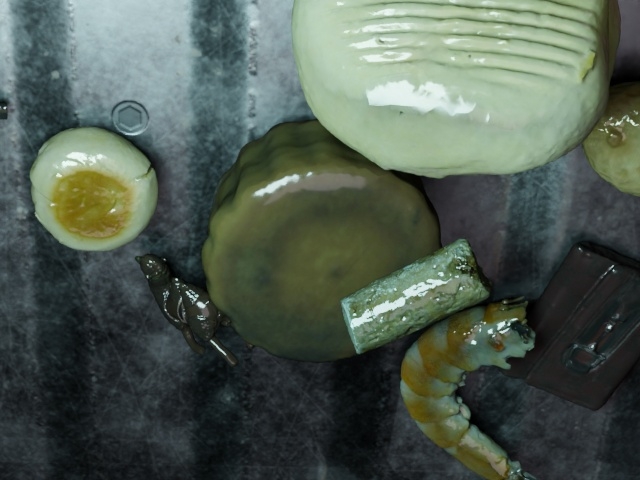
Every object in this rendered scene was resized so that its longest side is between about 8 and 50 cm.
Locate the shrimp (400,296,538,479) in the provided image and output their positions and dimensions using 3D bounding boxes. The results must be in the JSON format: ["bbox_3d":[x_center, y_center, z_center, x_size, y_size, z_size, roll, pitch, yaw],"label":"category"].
[{"bbox_3d":[0.197,0.207,1.656,0.185,0.068,0.287,4,114,20],"label":"shrimp"}]

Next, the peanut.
[{"bbox_3d":[0.383,-0.120,1.465,0.159,0.109,0.140,19,117,-14],"label":"peanut"}]

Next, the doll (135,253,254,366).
[{"bbox_3d":[-0.168,0.080,1.563,0.057,0.139,0.165,-46,115,-18],"label":"doll"}]

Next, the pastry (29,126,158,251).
[{"bbox_3d":[-0.273,-0.063,1.490,0.156,0.092,0.156,-1,124,-2],"label":"pastry"}]

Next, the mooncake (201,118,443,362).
[{"bbox_3d":[0.000,0.000,1.495,0.290,0.161,0.290,-2,121,-3],"label":"mooncake"}]

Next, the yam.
[{"bbox_3d":[0.104,0.065,1.411,0.179,0.078,0.078,-25,118,11],"label":"yam"}]

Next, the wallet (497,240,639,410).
[{"bbox_3d":[0.358,0.119,1.641,0.182,0.049,0.229,21,120,-16],"label":"wallet"}]

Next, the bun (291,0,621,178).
[{"bbox_3d":[0.154,-0.213,1.325,0.361,0.361,0.213,-6,156,2],"label":"bun"}]

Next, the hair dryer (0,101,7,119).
[{"bbox_3d":[-0.529,-0.219,1.412,0.284,0.155,0.320,-17,135,-15],"label":"hair dryer"}]
